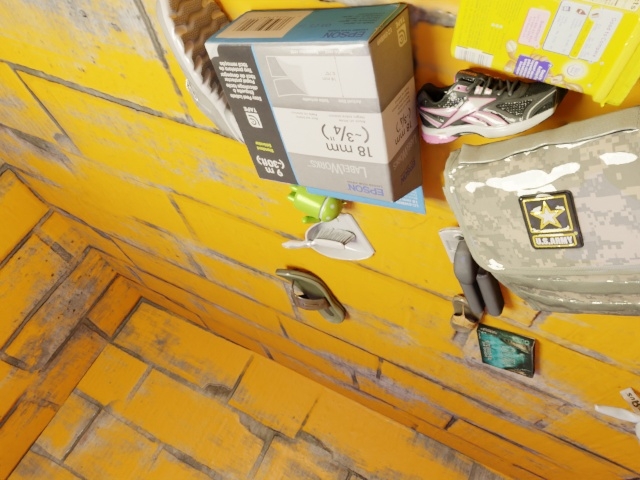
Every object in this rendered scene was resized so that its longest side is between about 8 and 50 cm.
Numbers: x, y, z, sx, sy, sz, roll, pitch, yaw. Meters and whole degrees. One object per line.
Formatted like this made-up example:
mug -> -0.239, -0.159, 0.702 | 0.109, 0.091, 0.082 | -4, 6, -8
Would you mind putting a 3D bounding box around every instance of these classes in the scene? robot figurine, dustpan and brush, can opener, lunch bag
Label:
robot figurine -> -0.007, -0.079, 0.895 | 0.115, 0.067, 0.101 | 26, 123, 10
dustpan and brush -> 0.000, 0.000, 1.041 | 0.211, 0.060, 0.147 | 6, 146, 40
can opener -> 0.282, 0.070, 0.853 | 0.074, 0.093, 0.280 | 8, 152, 36
lunch bag -> 0.306, -0.026, 0.522 | 0.287, 0.168, 0.235 | 34, 156, -33

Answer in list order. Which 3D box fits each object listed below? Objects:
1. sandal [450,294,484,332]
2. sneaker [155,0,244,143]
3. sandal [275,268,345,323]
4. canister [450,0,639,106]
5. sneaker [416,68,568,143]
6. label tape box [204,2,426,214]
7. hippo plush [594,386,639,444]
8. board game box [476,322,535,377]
sandal -> 0.327, 0.180, 1.043 | 0.072, 0.049, 0.180 | 20, 153, 19
sneaker -> -0.182, -0.255, 0.713 | 0.115, 0.105, 0.281 | 15, 152, 27
sandal -> -0.024, 0.179, 1.363 | 0.120, 0.086, 0.303 | 1, 142, 45
canister -> 0.219, -0.207, 0.423 | 0.170, 0.073, 0.126 | 23, 154, 16
sneaker -> 0.188, -0.166, 0.539 | 0.178, 0.072, 0.077 | -4, 128, 40
label tape box -> 0.013, -0.146, 0.660 | 0.241, 0.106, 0.333 | 14, 142, 30
hippo plush -> 0.754, 0.374, 0.844 | 0.294, 0.234, 0.236 | 64, 146, 28
board game box -> 0.450, 0.268, 1.103 | 0.126, 0.026, 0.186 | 13, 150, 33
